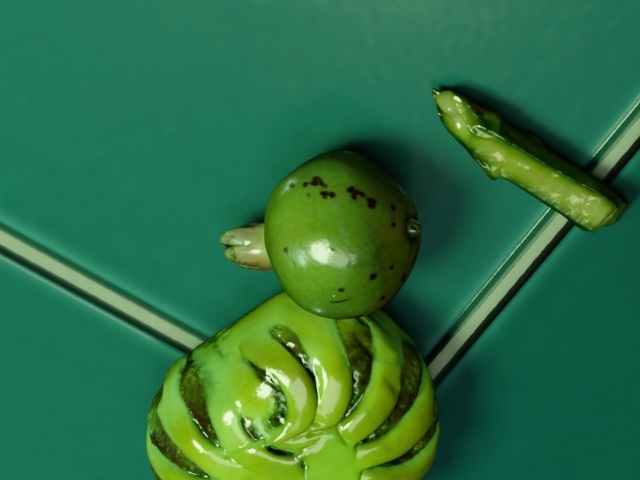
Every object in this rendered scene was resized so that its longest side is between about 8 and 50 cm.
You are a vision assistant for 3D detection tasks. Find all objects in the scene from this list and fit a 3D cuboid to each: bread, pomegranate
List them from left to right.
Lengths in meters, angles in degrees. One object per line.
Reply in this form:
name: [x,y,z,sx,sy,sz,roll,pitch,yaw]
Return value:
bread: [-0.013,0.089,0.877,0.139,0.071,0.130,-18,123,9]
pomegranate: [0.003,0.003,0.829,0.073,0.073,0.084,36,123,-20]

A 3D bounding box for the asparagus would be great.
asparagus: [0.090,-0.034,0.835,0.108,0.021,0.025,32,115,-18]
